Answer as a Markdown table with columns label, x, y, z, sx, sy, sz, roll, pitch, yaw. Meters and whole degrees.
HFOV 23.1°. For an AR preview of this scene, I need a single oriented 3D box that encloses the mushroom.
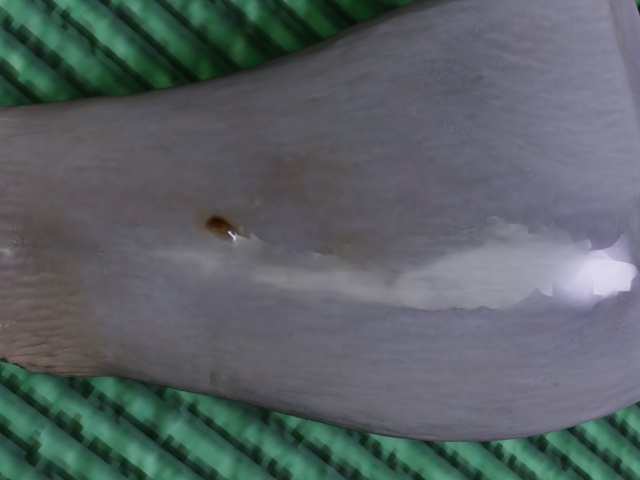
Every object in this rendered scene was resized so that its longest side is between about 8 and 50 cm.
| label | x | y | z | sx | sy | sz | roll | pitch | yaw |
| --- | --- | --- | --- | --- | --- | --- | --- | --- | --- |
| mushroom | 0.000 | 0.000 | 0.382 | 0.225 | 0.093 | 0.116 | -11 | 80 | -12 |
